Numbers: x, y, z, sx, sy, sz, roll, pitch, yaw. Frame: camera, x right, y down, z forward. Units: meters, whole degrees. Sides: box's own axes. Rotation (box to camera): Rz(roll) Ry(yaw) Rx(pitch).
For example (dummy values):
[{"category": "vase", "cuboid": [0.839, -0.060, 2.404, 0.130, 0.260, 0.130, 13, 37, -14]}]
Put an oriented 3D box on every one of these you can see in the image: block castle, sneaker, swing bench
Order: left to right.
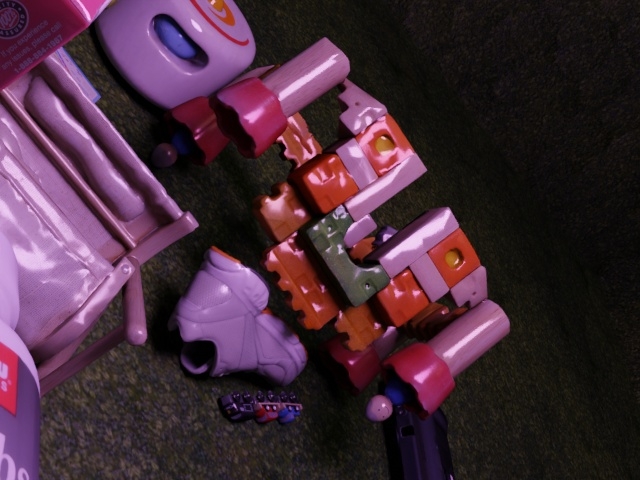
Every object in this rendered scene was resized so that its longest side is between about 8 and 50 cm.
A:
[{"category": "swing bench", "cuboid": [-0.265, -0.024, 1.017, 0.253, 0.165, 0.255, 52, 18, -17]}, {"category": "sneaker", "cuboid": [-0.104, 0.115, 1.302, 0.099, 0.121, 0.262, 30, -18, 33]}, {"category": "block castle", "cuboid": [0.000, 0.000, 1.397, 0.453, 0.213, 0.303, 57, -17, -13]}]

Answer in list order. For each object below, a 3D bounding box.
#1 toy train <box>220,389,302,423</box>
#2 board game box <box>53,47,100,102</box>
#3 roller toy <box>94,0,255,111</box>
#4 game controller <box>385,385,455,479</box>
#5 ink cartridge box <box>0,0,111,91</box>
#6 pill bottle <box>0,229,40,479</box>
[{"category": "toy train", "cuboid": [-0.066, 0.197, 1.343, 0.158, 0.027, 0.036, 15, 52, -60]}, {"category": "board game box", "cuboid": [-0.321, -0.201, 1.288, 0.154, 0.026, 0.103, 54, 22, -16]}, {"category": "roller toy", "cuboid": [-0.183, -0.276, 1.500, 0.209, 0.146, 0.191, 15, 42, -60]}, {"category": "game controller", "cuboid": [0.153, 0.337, 1.623, 0.319, 0.067, 0.166, -95, 161, -46]}, {"category": "ink cartridge box", "cuboid": [-0.235, -0.177, 0.613, 0.218, 0.158, 0.092, 52, 24, -20]}, {"category": "pill bottle", "cuboid": [-0.278, 0.153, 0.691, 0.210, 0.210, 0.363, 39, 30, -42]}]
